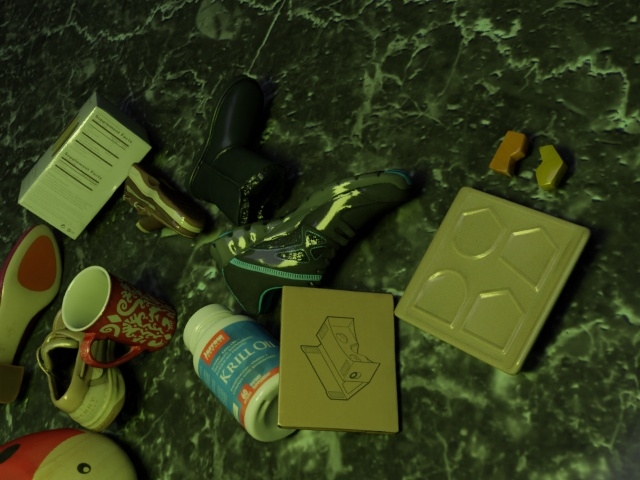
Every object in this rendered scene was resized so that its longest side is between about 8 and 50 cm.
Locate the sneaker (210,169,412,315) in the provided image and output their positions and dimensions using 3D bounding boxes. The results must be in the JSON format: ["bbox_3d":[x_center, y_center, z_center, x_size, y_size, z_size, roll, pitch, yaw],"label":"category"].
[{"bbox_3d":[0.000,0.000,1.286,0.341,0.125,0.139,-26,82,21],"label":"sneaker"}]

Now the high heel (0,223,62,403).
[{"bbox_3d":[-0.640,0.148,1.673,0.181,0.127,0.377,-10,58,40],"label":"high heel"}]

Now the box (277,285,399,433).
[{"bbox_3d":[0.025,0.164,1.157,0.165,0.021,0.201,5,64,-8],"label":"box"}]

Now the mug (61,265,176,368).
[{"bbox_3d":[-0.345,0.139,1.417,0.113,0.169,0.150,28,87,41],"label":"mug"}]

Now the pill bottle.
[{"bbox_3d":[-0.114,0.189,1.249,0.221,0.124,0.124,36,92,42],"label":"pill bottle"}]

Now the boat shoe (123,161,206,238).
[{"bbox_3d":[-0.293,-0.052,1.535,0.257,0.095,0.095,41,105,50],"label":"boat shoe"}]

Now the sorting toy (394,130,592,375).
[{"bbox_3d":[0.251,0.007,1.126,0.229,0.041,0.307,25,84,46],"label":"sorting toy"}]

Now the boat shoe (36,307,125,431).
[{"bbox_3d":[-0.431,0.194,1.466,0.121,0.110,0.341,-51,34,3],"label":"boat shoe"}]

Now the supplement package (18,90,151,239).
[{"bbox_3d":[-0.466,-0.151,1.652,0.244,0.134,0.139,-49,27,7],"label":"supplement package"}]

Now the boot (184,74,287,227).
[{"bbox_3d":[-0.121,-0.150,1.439,0.207,0.094,0.246,29,94,46],"label":"boot"}]

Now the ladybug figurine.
[{"bbox_3d":[-0.492,0.457,1.367,0.450,0.162,0.305,-24,54,30],"label":"ladybug figurine"}]
